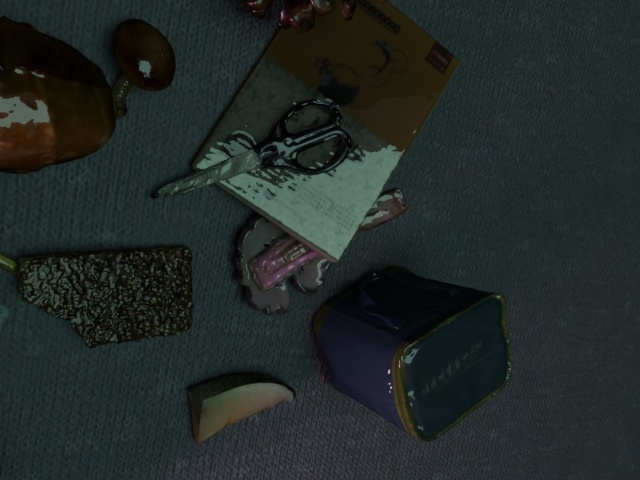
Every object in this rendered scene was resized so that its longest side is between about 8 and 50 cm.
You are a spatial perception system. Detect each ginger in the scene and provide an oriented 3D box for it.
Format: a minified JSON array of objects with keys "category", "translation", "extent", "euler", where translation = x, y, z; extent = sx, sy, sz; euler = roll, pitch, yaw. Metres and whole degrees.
[{"category":"ginger","translation":[-0.370,-0.161,0.655],"extent":[0.321,0.172,0.165],"euler":[16,130,-37]}]

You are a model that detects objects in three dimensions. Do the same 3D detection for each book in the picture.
[{"category":"book","translation":[0.018,-0.196,0.950],"extent":[0.269,0.032,0.388],"euler":[33,82,-16]}]

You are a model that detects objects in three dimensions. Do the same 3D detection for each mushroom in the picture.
[{"category":"mushroom","translation":[-0.228,-0.212,0.797],"extent":[0.088,0.073,0.129],"euler":[8,102,-66]}]

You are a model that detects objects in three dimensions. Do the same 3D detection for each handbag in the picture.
[{"category":"handbag","translation":[0.155,0.178,1.056],"extent":[0.263,0.241,0.222],"euler":[-23,113,-27]}]

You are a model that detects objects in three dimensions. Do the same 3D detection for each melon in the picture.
[{"category":"melon","translation":[-0.121,0.253,1.005],"extent":[0.182,0.054,0.097],"euler":[-17,117,-30]}]

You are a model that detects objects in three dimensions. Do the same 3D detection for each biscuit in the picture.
[{"category":"biscuit","translation":[-0.279,0.077,0.843],"extent":[0.237,0.026,0.131],"euler":[-4,96,-40]}]

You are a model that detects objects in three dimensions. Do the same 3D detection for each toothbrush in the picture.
[{"category":"toothbrush","translation":[-0.346,0.063,0.817],"extent":[0.288,0.021,0.024],"euler":[40,68,-35]}]

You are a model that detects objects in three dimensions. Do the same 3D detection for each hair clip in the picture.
[{"category":"hair clip","translation":[-0.001,-0.003,1.006],"extent":[0.300,0.069,0.173],"euler":[-28,112,-14]}]

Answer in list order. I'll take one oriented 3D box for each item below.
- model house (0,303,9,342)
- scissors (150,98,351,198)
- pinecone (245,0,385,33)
[{"category":"model house","translation":[-0.462,0.094,0.625],"extent":[0.224,0.215,0.198],"euler":[24,89,-36]},{"category":"scissors","translation":[-0.098,-0.116,0.891],"extent":[0.300,0.022,0.109],"euler":[-22,94,-14]},{"category":"pinecone","translation":[-0.019,-0.372,0.817],"extent":[0.201,0.228,0.202],"euler":[-25,134,21]}]
